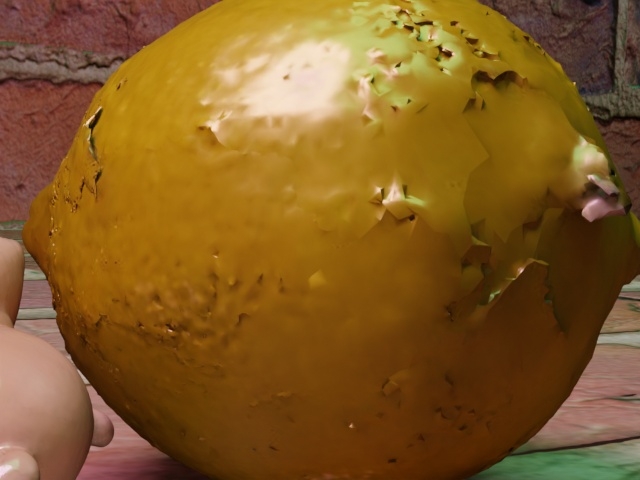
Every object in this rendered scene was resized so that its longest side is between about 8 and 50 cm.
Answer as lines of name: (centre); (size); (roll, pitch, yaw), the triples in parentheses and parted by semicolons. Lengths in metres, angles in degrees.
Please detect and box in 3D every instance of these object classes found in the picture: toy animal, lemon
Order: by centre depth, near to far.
toy animal: (-0.102, 0.053, 0.388); (0.082, 0.091, 0.114); (29, 12, -10)
lemon: (0.000, 0.000, 0.447); (0.206, 0.173, 0.173); (5, 4, 21)
